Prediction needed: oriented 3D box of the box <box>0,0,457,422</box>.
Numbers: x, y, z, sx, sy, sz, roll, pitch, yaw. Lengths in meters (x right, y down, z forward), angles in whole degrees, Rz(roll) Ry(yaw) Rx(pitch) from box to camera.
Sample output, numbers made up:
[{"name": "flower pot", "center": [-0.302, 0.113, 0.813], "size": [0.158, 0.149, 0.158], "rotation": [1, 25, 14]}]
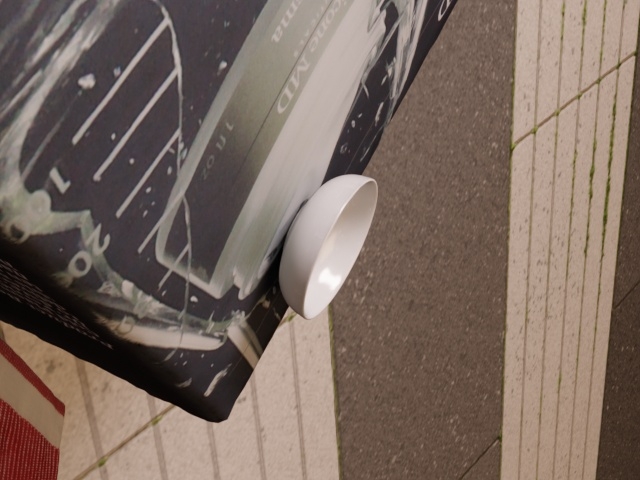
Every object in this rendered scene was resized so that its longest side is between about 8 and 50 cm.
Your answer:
[{"name": "box", "center": [-0.101, -0.222, 0.522], "size": [0.479, 0.297, 0.472], "rotation": [-61, 165, -14]}]

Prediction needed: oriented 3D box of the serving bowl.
[{"name": "serving bowl", "center": [0.000, 0.000, 0.585], "size": [0.083, 0.027, 0.083], "rotation": [-57, 163, -28]}]

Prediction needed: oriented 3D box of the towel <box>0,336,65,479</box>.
[{"name": "towel", "center": [-0.224, 0.229, 0.671], "size": [0.237, 0.037, 0.329], "rotation": [86, 6, -66]}]
